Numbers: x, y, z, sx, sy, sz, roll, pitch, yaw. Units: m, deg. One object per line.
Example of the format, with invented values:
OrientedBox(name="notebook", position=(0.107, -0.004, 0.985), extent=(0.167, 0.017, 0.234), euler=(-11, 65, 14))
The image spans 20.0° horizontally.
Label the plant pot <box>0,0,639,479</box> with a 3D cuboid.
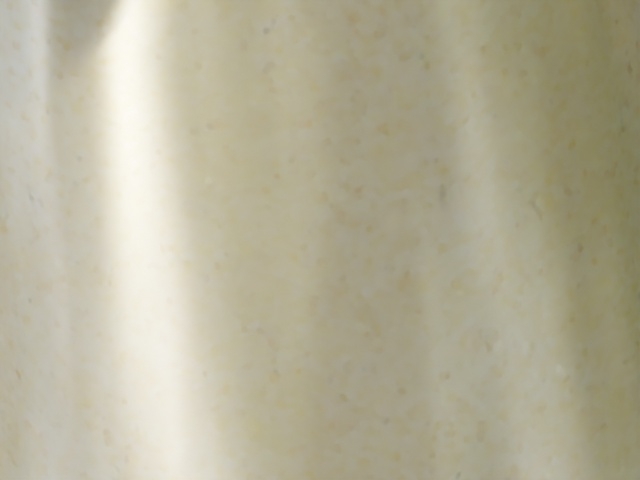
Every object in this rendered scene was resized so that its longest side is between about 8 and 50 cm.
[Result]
OrientedBox(name="plant pot", position=(0.000, 0.000, 0.578), extent=(0.334, 0.305, 0.334), euler=(-4, -157, 2))
